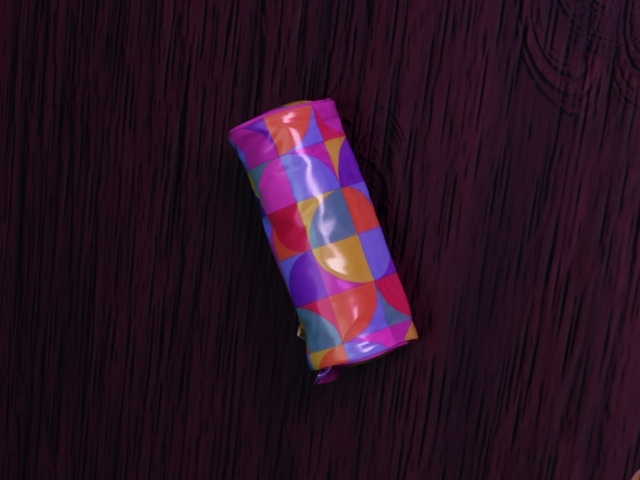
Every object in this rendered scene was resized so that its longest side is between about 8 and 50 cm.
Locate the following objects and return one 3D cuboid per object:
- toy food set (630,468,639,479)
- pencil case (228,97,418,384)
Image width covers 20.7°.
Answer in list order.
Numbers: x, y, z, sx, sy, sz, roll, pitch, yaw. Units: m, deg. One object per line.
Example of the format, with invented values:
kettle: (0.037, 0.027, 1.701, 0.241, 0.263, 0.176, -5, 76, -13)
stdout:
toy food set: (0.299, 0.199, 1.333, 0.132, 0.038, 0.192, 18, 107, 26)
pencil case: (0.000, 0.000, 1.471, 0.104, 0.104, 0.236, -18, 88, 39)
